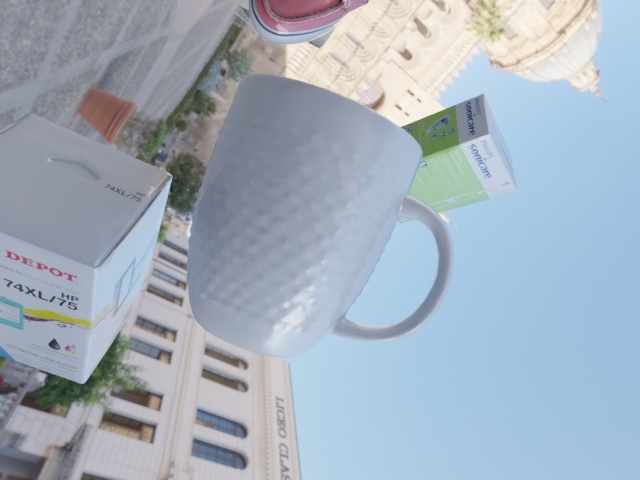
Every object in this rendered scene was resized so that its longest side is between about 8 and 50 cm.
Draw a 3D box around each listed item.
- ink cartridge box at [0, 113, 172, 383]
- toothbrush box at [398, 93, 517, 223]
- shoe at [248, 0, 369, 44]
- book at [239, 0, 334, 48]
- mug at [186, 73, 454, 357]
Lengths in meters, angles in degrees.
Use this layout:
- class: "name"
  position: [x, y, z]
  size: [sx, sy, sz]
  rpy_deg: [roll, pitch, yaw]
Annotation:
- class: "ink cartridge box"
  position: [-0.354, 0.018, 0.572]
  size: [0.197, 0.198, 0.270]
  rpy_deg: [-77, -166, -49]
- class: "toothbrush box"
  position: [0.264, -0.168, 0.958]
  size: [0.284, 0.206, 0.122]
  rpy_deg: [-15, -127, 33]
- class: "shoe"
  position: [0.032, -0.201, 0.288]
  size: [0.178, 0.063, 0.081]
  rpy_deg: [-31, -164, -5]
- class: "book"
  position: [-0.026, -0.289, 0.450]
  size: [0.035, 0.097, 0.144]
  rpy_deg: [-31, -133, 59]
- class: "mug"
  position: [0.000, 0.000, 0.601]
  size: [0.276, 0.375, 0.327]
  rpy_deg: [13, 99, -80]
